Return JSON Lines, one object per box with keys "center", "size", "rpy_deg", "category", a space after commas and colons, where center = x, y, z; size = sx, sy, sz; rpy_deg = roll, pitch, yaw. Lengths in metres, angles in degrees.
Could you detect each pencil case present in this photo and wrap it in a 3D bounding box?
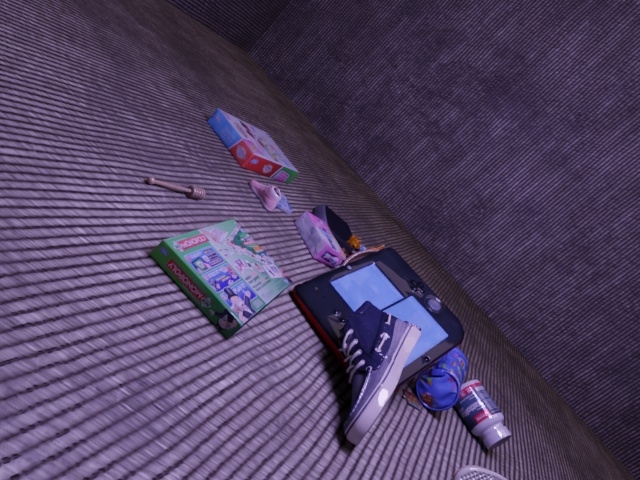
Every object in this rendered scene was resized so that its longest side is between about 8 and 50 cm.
{"center": [0.362, 0.390, 1.464], "size": [0.306, 0.120, 0.133], "rpy_deg": [-7, 92, -70], "category": "pencil case"}

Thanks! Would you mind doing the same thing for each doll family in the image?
{"center": [0.159, 0.057, 1.643], "size": [0.163, 0.118, 0.263], "rpy_deg": [43, -7, -38], "category": "doll family"}

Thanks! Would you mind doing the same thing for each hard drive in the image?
{"center": [0.050, -0.041, 1.847], "size": [0.172, 0.054, 0.254], "rpy_deg": [40, 18, -19], "category": "hard drive"}

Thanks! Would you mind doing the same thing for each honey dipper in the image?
{"center": [-0.335, -0.124, 1.155], "size": [0.030, 0.030, 0.161], "rpy_deg": [54, 20, 25], "category": "honey dipper"}

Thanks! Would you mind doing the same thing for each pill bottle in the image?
{"center": [0.479, 0.519, 1.480], "size": [0.108, 0.108, 0.180], "rpy_deg": [26, 25, -48], "category": "pill bottle"}

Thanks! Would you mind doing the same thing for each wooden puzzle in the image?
{"center": [0.241, 0.421, 1.311], "size": [0.083, 0.006, 0.049], "rpy_deg": [36, 19, -30], "category": "wooden puzzle"}

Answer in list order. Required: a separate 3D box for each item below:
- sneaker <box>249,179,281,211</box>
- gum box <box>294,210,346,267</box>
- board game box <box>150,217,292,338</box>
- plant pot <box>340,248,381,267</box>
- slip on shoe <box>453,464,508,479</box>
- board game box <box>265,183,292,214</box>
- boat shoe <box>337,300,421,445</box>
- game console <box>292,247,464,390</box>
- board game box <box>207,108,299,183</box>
{"center": [-0.169, -0.159, 1.568], "size": [0.051, 0.070, 0.134], "rpy_deg": [16, 33, -56], "category": "sneaker"}
{"center": [0.000, 0.000, 1.615], "size": [0.107, 0.062, 0.188], "rpy_deg": [29, 24, -44], "category": "gum box"}
{"center": [-0.188, 0.062, 1.045], "size": [0.213, 0.046, 0.317], "rpy_deg": [46, 17, 3], "category": "board game box"}
{"center": [0.156, 0.153, 1.464], "size": [0.237, 0.237, 0.109], "rpy_deg": [51, -22, 18], "category": "plant pot"}
{"center": [0.419, 0.616, 1.144], "size": [0.331, 0.123, 0.101], "rpy_deg": [35, -13, -18], "category": "slip on shoe"}
{"center": [-0.143, -0.139, 1.669], "size": [0.090, 0.020, 0.090], "rpy_deg": [32, 21, -42], "category": "board game box"}
{"center": [0.088, 0.266, 1.059], "size": [0.158, 0.127, 0.340], "rpy_deg": [31, 35, 11], "category": "boat shoe"}
{"center": [0.163, 0.190, 1.279], "size": [0.387, 0.060, 0.342], "rpy_deg": [-19, 64, -40], "category": "game console"}
{"center": [-0.240, -0.340, 1.829], "size": [0.242, 0.064, 0.316], "rpy_deg": [52, 18, 21], "category": "board game box"}
